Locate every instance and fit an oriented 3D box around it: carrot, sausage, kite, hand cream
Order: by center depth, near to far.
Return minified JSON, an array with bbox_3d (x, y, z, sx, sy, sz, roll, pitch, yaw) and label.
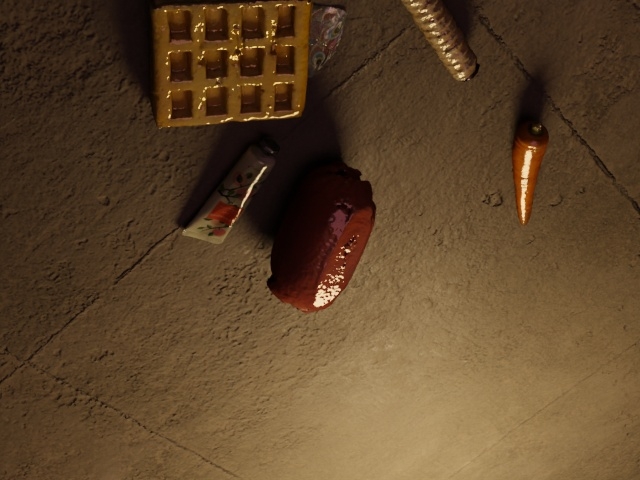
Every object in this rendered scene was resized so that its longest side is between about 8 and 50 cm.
[{"bbox_3d":[-0.068,-0.332,1.531,0.229,0.016,0.127,19,117,-32],"label":"kite"},{"bbox_3d":[-0.145,-0.079,1.688,0.080,0.050,0.234,17,126,-33],"label":"hand cream"},{"bbox_3d":[0.000,0.000,1.726,0.152,0.152,0.280,11,120,-25],"label":"sausage"},{"bbox_3d":[0.370,-0.121,1.817,0.061,0.061,0.257,-13,139,-8],"label":"carrot"}]

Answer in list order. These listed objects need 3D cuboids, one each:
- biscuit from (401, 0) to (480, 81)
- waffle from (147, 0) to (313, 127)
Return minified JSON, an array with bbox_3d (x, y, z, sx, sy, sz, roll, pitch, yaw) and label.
[{"bbox_3d":[0.186,-0.338,1.577,0.219,0.055,0.061,47,68,-40],"label":"biscuit"},{"bbox_3d":[-0.134,-0.273,1.511,0.247,0.055,0.221,-6,134,-12],"label":"waffle"}]
